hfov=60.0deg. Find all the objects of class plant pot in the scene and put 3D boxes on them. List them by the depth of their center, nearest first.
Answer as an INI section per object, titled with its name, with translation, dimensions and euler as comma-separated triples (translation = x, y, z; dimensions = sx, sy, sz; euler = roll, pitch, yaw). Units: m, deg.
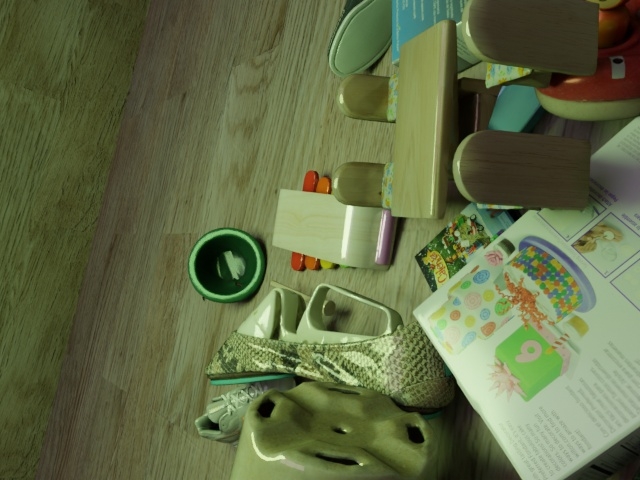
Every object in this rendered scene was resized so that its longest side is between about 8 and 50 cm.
[plant pot]
translation = 0.006, 0.349, 0.649
dimensions = 0.333, 0.333, 0.306
euler = 19, 103, 53

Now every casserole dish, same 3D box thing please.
[casserole dish]
translation = 0.289, -0.218, 0.790
dimensions = 0.188, 0.037, 0.114
euler = -57, 39, 19

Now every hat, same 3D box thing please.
[hat]
translation = -0.212, 0.066, 1.338
dimensions = 0.208, 0.183, 0.173
euler = 2, 84, 10

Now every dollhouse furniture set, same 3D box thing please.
[dollhouse furniture set]
translation = 0.092, -0.225, 0.656
dimensions = 0.362, 0.256, 0.395
euler = -167, 79, -73

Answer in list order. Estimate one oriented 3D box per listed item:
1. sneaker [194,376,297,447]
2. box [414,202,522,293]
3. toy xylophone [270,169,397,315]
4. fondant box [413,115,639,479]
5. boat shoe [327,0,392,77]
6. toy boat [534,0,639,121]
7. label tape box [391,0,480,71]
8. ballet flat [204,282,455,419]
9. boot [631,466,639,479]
[sneaker]
translation = -0.149, 0.322, 1.078
dimensions = 0.262, 0.121, 0.099
euler = -50, 42, 27
[box]
translation = 0.235, 0.063, 0.746
dimensions = 0.159, 0.044, 0.233
euler = -48, 44, 29
[toy xylophone]
translation = 0.000, 0.000, 1.039
dimensions = 0.322, 0.081, 0.236
euler = 27, 106, 52
[fondant box]
translation = 0.291, 0.068, 0.570
dimensions = 0.330, 0.096, 0.238
euler = -43, 45, 14
[boat shoe]
translation = 0.104, -0.455, 1.064
dimensions = 0.303, 0.114, 0.091
euler = -52, 41, 8
[toy boat]
translation = 0.315, -0.244, 0.614
dimensions = 0.150, 0.151, 0.231
euler = -1, 52, 19
[label tape box]
translation = 0.267, -0.424, 0.836
dimensions = 0.347, 0.115, 0.249
euler = -16, 66, 46
[ballet flat]
translation = -0.007, 0.160, 0.891
dimensions = 0.482, 0.164, 0.182
euler = -5, 86, 41
[boot]
translation = 0.324, 0.348, 0.396
dimensions = 0.348, 0.260, 0.131
euler = 57, 151, 17
